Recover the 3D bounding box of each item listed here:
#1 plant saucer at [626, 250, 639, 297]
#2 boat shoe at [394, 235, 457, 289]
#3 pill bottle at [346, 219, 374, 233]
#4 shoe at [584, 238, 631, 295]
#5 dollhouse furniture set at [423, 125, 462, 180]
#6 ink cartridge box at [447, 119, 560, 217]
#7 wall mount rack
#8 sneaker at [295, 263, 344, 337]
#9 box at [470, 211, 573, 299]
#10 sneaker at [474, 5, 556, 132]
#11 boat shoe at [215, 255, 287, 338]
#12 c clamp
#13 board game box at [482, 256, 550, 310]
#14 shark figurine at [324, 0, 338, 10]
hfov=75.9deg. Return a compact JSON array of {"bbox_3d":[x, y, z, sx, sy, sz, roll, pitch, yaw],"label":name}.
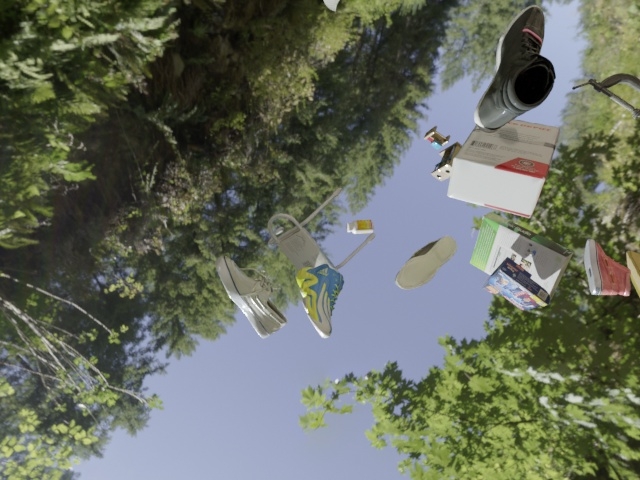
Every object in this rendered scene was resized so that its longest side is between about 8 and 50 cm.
[{"bbox_3d":[1.025,0.186,1.119,0.332,0.081,0.333,23,-148,14],"label":"plant saucer"},{"bbox_3d":[0.398,0.091,1.588,0.304,0.091,0.109,-35,-89,-20],"label":"boat shoe"},{"bbox_3d":[0.128,-0.044,1.325,0.083,0.043,0.044,-3,-128,-13],"label":"pill bottle"},{"bbox_3d":[0.737,0.069,1.055,0.081,0.064,0.178,3,-135,21],"label":"shoe"},{"bbox_3d":[0.518,-0.378,1.801,0.183,0.129,0.130,31,-110,-12],"label":"dollhouse furniture set"},{"bbox_3d":[0.457,-0.196,1.016,0.196,0.114,0.273,20,-135,24],"label":"ink cartridge box"},{"bbox_3d":[0.000,0.000,1.401,0.350,0.304,0.131,51,-152,-19],"label":"wall mount rack"},{"bbox_3d":[0.014,0.144,1.107,0.126,0.091,0.240,-26,-136,1],"label":"sneaker"},{"bbox_3d":[0.731,0.064,1.528,0.058,0.233,0.322,-25,-136,-32],"label":"box"},{"bbox_3d":[0.438,-0.375,0.857,0.104,0.147,0.296,24,-94,-13],"label":"sneaker"},{"bbox_3d":[-0.211,0.176,1.407,0.156,0.367,0.136,-28,-152,0],"label":"boat shoe"},{"bbox_3d":[0.652,-0.309,0.882,0.137,0.022,0.161,-29,-121,-15],"label":"c clamp"},{"bbox_3d":[0.671,0.160,1.444,0.194,0.194,0.060,38,-107,4],"label":"board game box"},{"bbox_3d":[-0.037,-0.519,0.672,0.166,0.116,0.278,-10,-118,-56],"label":"shark figurine"}]
